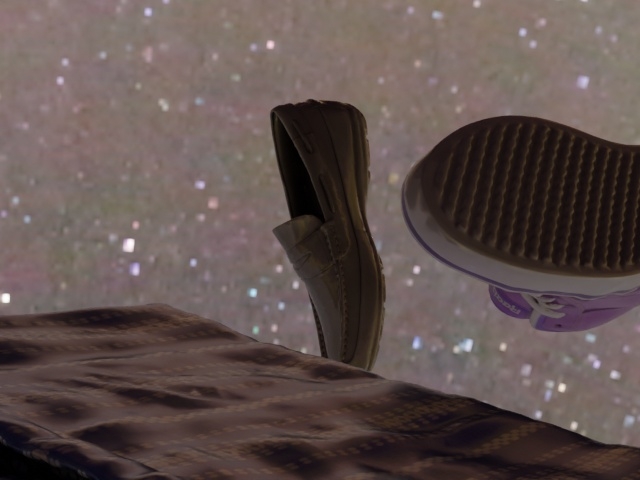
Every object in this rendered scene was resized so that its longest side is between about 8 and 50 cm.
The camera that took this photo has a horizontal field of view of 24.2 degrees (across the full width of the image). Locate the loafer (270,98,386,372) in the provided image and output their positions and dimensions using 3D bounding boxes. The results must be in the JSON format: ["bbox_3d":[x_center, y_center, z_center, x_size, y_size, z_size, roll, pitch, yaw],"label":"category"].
[{"bbox_3d":[0.000,0.000,1.630,0.111,0.112,0.319,1,-108,-24],"label":"loafer"}]

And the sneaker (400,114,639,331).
[{"bbox_3d":[0.130,0.011,0.880,0.282,0.161,0.102,3,-118,-39],"label":"sneaker"}]

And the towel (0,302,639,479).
[{"bbox_3d":[-0.016,0.061,0.503,0.336,0.040,0.243,14,-172,37],"label":"towel"}]
